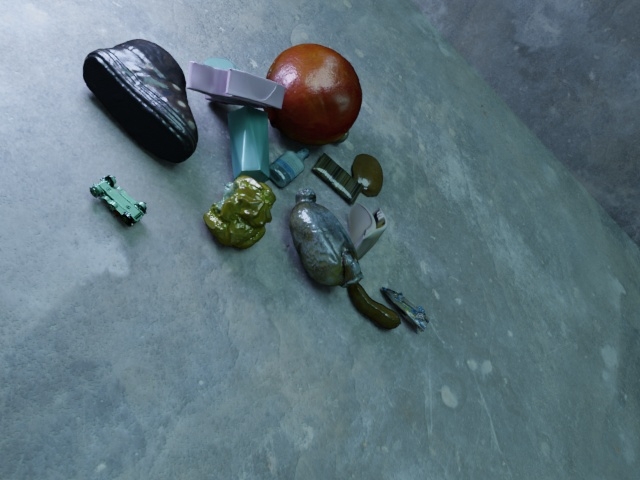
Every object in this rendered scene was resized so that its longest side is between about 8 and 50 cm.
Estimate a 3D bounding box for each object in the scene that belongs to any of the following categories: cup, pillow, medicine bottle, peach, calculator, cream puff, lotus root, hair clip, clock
[{"bbox_3d":[-0.230,-0.292,1.645,0.134,0.148,0.236,37,42,-53],"label":"cup"},{"bbox_3d":[0.065,-0.228,1.904,0.203,0.038,0.113,41,48,-9],"label":"pillow"},{"bbox_3d":[-0.103,-0.261,1.776,0.090,0.053,0.208,45,42,-5],"label":"medicine bottle"},{"bbox_3d":[0.068,-0.417,1.999,0.083,0.083,0.083,21,52,-28],"label":"peach"},{"bbox_3d":[-0.345,-0.608,1.827,0.153,0.021,0.095,-9,69,-39],"label":"calculator"},{"bbox_3d":[-0.215,-0.084,1.484,0.194,0.194,0.221,35,49,-16],"label":"cream puff"},{"bbox_3d":[-0.002,0.001,1.618,0.175,0.175,0.350,-14,69,-44],"label":"lotus root"},{"bbox_3d":[-0.036,-0.510,1.826,0.372,0.373,0.290,10,22,-35],"label":"peach"},{"bbox_3d":[0.154,-0.026,1.770,0.113,0.172,0.282,24,38,-15],"label":"hair clip"},{"bbox_3d":[-0.300,-0.475,1.591,0.290,0.275,0.080,1,101,-53],"label":"clock"}]

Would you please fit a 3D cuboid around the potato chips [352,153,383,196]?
[{"bbox_3d":[0.192,-0.263,2.025,0.150,0.049,0.202,31,53,-13],"label":"potato chips"}]

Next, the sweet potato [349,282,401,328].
[{"bbox_3d":[0.167,0.215,1.684,0.233,0.062,0.081,41,29,-6],"label":"sweet potato"}]

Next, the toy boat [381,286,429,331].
[{"bbox_3d":[0.292,0.228,1.777,0.210,0.066,0.084,40,11,1],"label":"toy boat"}]

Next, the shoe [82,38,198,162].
[{"bbox_3d":[-0.470,-0.411,1.491,0.384,0.171,0.237,44,44,-4],"label":"shoe"}]

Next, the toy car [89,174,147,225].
[{"bbox_3d":[-0.522,-0.101,1.328,0.143,0.054,0.073,42,46,-8],"label":"toy car"}]
